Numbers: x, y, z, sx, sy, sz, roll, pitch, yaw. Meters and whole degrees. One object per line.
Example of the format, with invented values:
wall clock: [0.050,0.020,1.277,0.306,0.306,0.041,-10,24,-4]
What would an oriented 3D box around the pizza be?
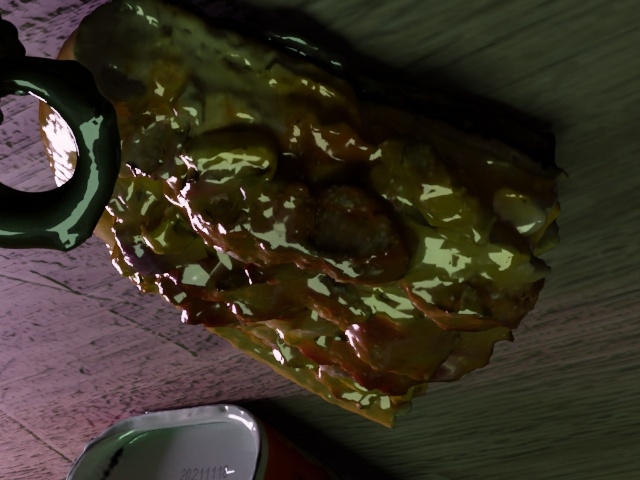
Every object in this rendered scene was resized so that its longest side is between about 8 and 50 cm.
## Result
pizza: [0.000,0.000,0.922,0.277,0.114,0.409,4,156,22]

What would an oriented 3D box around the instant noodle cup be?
instant noodle cup: [-0.051,0.293,1.358,0.294,0.294,0.308,-11,140,35]

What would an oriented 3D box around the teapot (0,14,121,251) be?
teapot: [-0.200,-0.098,0.738,0.269,0.173,0.182,31,124,-5]
